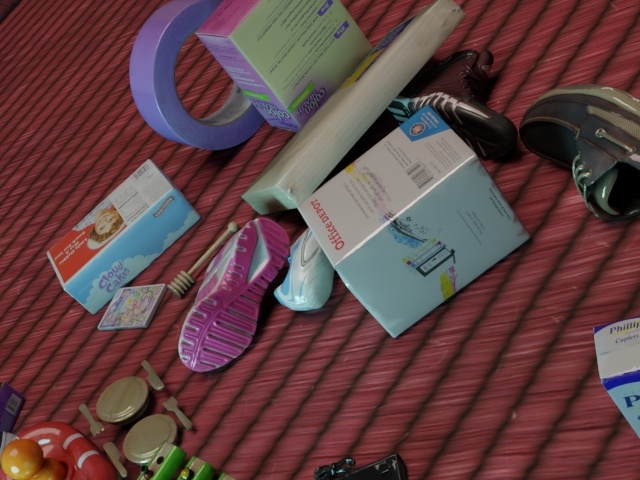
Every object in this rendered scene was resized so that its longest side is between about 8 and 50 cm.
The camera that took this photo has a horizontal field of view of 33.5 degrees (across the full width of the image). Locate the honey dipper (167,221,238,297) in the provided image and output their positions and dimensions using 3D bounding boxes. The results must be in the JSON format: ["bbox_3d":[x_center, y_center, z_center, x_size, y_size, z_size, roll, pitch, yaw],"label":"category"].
[{"bbox_3d":[-0.196,0.028,1.795,0.161,0.030,0.030,-50,36,-16],"label":"honey dipper"}]

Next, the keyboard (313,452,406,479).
[{"bbox_3d":[0.023,0.314,1.289,0.180,0.023,0.108,-26,44,18],"label":"keyboard"}]

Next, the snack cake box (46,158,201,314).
[{"bbox_3d":[-0.361,-0.009,1.935,0.264,0.089,0.152,-42,37,-2],"label":"snack cake box"}]

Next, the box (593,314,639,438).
[{"bbox_3d":[0.360,0.135,1.067,0.126,0.137,0.072,-19,41,27],"label":"box"}]

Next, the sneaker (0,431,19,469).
[{"bbox_3d":[-0.558,0.392,1.612,0.099,0.153,0.282,-55,22,31],"label":"sneaker"}]

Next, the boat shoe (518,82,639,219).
[{"bbox_3d":[0.371,-0.102,1.319,0.130,0.132,0.355,-51,35,-14],"label":"boat shoe"}]

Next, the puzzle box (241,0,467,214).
[{"bbox_3d":[0.047,-0.210,1.713,0.409,0.052,0.272,-49,10,-11],"label":"puzzle box"}]

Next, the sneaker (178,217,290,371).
[{"bbox_3d":[-0.136,0.086,1.625,0.252,0.103,0.111,-59,14,-10],"label":"sneaker"}]

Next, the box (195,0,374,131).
[{"bbox_3d":[-0.060,-0.355,1.893,0.117,0.243,0.213,19,66,51],"label":"box"}]

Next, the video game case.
[{"bbox_3d":[-0.324,0.115,1.833,0.122,0.011,0.087,-7,47,39],"label":"video game case"}]

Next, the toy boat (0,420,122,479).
[{"bbox_3d":[-0.402,0.339,1.543,0.151,0.151,0.231,-49,36,-12],"label":"toy boat"}]

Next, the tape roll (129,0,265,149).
[{"bbox_3d":[-0.210,-0.308,1.955,0.090,0.275,0.275,18,65,51],"label":"tape roll"}]

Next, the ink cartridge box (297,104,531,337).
[{"bbox_3d":[0.122,-0.026,1.434,0.232,0.168,0.171,-37,35,5],"label":"ink cartridge box"}]

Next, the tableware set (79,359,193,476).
[{"bbox_3d":[-0.272,0.275,1.592,0.128,0.039,0.194,-35,40,-13],"label":"tableware set"}]

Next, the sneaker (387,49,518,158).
[{"bbox_3d":[0.230,-0.227,1.611,0.162,0.106,0.281,-46,35,-12],"label":"sneaker"}]

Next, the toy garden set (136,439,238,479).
[{"bbox_3d":[-0.196,0.379,1.381,0.244,0.049,0.204,15,64,45],"label":"toy garden set"}]

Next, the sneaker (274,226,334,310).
[{"bbox_3d":[0.000,0.000,1.591,0.086,0.085,0.237,4,53,32],"label":"sneaker"}]

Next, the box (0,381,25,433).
[{"bbox_3d":[-0.637,0.386,1.791,0.201,0.057,0.293,-15,43,33],"label":"box"}]
